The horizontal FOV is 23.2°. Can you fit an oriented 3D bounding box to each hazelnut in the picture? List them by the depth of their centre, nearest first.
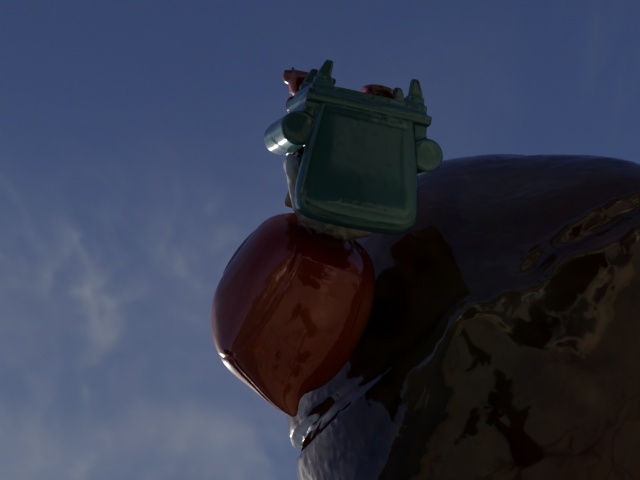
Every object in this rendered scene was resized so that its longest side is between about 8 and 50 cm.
[{"bbox_3d":[0.083,0.067,0.698,0.229,0.229,0.229,-13,-46,-14],"label":"hazelnut"}]

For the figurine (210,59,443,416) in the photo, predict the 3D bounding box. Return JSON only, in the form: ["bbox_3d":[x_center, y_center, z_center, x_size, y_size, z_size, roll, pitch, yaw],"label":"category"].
[{"bbox_3d":[0.000,0.000,0.625,0.068,0.075,0.140,15,-93,-16],"label":"figurine"}]
